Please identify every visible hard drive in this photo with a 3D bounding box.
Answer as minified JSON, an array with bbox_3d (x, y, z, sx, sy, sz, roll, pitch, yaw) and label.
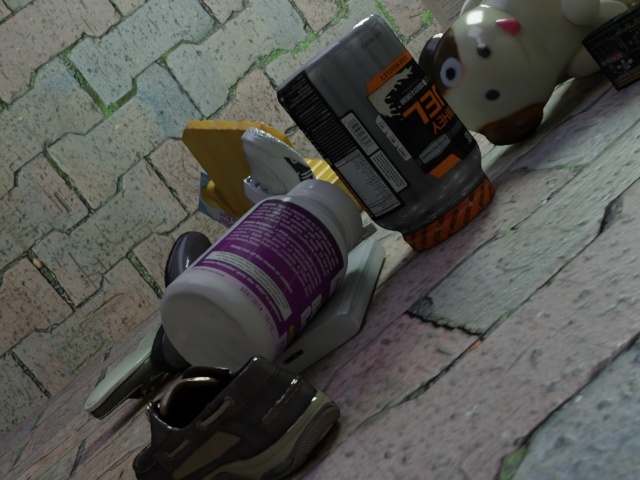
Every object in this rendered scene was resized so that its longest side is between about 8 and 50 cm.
[{"bbox_3d":[-0.006,0.111,1.329,0.203,0.040,0.307,-36,9,19],"label":"hard drive"}]

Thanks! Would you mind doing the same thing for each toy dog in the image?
[{"bbox_3d":[0.348,-0.353,1.490,0.408,0.284,0.395,-42,-5,-20],"label":"toy dog"}]

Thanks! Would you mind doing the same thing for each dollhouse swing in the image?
[{"bbox_3d":[-0.085,-0.208,2.053,0.347,0.305,0.315,7,40,38],"label":"dollhouse swing"}]

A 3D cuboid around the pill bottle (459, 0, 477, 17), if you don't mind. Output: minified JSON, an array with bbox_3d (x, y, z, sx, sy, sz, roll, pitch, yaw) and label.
[{"bbox_3d":[0.507,-0.564,2.116,0.224,0.224,0.392,-30,12,49],"label":"pill bottle"}]

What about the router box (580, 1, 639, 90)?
[{"bbox_3d":[0.444,-0.278,1.260,0.038,0.092,0.122,-44,10,-33],"label":"router box"}]

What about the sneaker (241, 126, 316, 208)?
[{"bbox_3d":[-0.101,-0.047,1.794,0.137,0.366,0.210,27,69,36],"label":"sneaker"}]

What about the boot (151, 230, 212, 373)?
[{"bbox_3d":[-0.230,0.103,1.856,0.223,0.118,0.338,-31,47,44],"label":"boot"}]

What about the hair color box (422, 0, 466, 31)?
[{"bbox_3d":[0.411,-0.600,2.329,0.110,0.338,0.185,-42,8,-34],"label":"hair color box"}]

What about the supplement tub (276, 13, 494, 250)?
[{"bbox_3d":[0.100,-0.151,1.305,0.194,0.316,0.193,-38,9,7],"label":"supplement tub"}]

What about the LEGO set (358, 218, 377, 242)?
[{"bbox_3d":[0.000,0.000,1.757,0.227,0.087,0.093,-36,9,16],"label":"LEGO set"}]

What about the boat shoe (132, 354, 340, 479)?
[{"bbox_3d":[-0.122,0.201,1.008,0.355,0.130,0.132,-31,11,45],"label":"boat shoe"}]

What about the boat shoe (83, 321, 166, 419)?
[{"bbox_3d":[-0.369,0.276,1.880,0.109,0.091,0.305,-21,19,42],"label":"boat shoe"}]

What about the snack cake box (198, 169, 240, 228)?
[{"bbox_3d":[-0.185,-0.088,2.320,0.089,0.264,0.152,-47,-20,-39],"label":"snack cake box"}]

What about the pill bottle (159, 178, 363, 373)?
[{"bbox_3d":[-0.066,0.043,1.224,0.169,0.169,0.301,-31,12,47],"label":"pill bottle"}]
